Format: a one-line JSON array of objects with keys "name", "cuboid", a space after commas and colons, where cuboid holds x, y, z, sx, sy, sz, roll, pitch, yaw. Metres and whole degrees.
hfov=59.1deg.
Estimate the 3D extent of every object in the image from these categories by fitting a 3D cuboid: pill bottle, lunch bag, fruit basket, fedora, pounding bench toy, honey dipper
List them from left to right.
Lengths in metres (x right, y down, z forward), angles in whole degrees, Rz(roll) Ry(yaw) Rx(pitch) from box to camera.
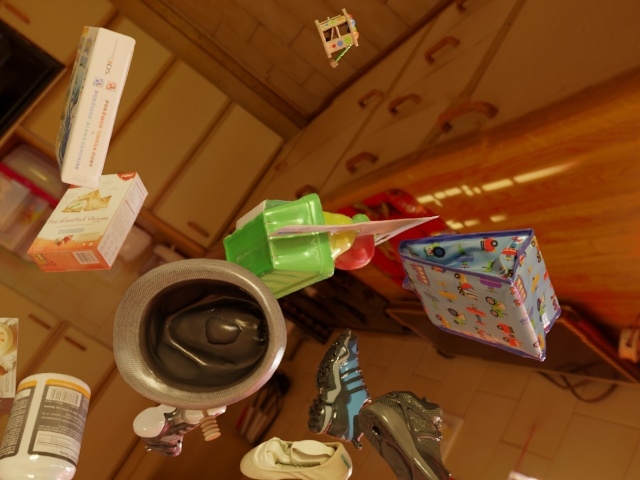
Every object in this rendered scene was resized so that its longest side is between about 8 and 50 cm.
[{"name": "pill bottle", "cuboid": [-0.616, 0.450, 1.248, 0.162, 0.278, 0.162, -3, 141, -2]}, {"name": "honey dipper", "cuboid": [-0.225, 0.289, 1.048, 0.030, 0.031, 0.160, 72, 173, -64]}, {"name": "fedora", "cuboid": [-0.193, 0.155, 0.958, 0.276, 0.243, 0.124, -5, 174, 1]}, {"name": "fruit basket", "cuboid": [0.000, 0.000, 1.122, 0.327, 0.353, 0.165, -28, 77, 54]}, {"name": "pounding bench toy", "cuboid": [0.037, -0.362, 1.019, 0.052, 0.065, 0.083, -104, -9, -46]}, {"name": "lunch bag", "cuboid": [0.289, 0.101, 1.121, 0.293, 0.138, 0.221, 1, 134, 42]}]

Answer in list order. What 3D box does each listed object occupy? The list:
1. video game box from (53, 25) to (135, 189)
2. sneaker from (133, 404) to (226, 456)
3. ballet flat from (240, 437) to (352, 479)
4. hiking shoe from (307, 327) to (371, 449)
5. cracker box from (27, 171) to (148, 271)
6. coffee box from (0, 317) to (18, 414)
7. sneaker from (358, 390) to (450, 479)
[{"name": "video game box", "cuboid": [-0.303, -0.183, 0.741, 0.048, 0.187, 0.205, 15, -169, -32]}, {"name": "sneaker", "cuboid": [-0.409, 0.551, 1.688, 0.101, 0.269, 0.153, -121, 22, -52]}, {"name": "ballet flat", "cuboid": [-0.059, 0.422, 1.105, 0.249, 0.086, 0.086, -7, 146, 23]}, {"name": "hiking shoe", "cuboid": [0.060, 0.355, 1.377, 0.132, 0.304, 0.113, 29, 133, -9]}, {"name": "cracker box", "cuboid": [-0.478, -0.042, 1.180, 0.156, 0.232, 0.067, -4, 134, 13]}, {"name": "coffee box", "cuboid": [-0.894, 0.334, 1.512, 0.141, 0.246, 0.098, 6, 137, -30]}, {"name": "sneaker", "cuboid": [0.168, 0.333, 0.882, 0.227, 0.130, 0.087, 54, 135, 14]}]
